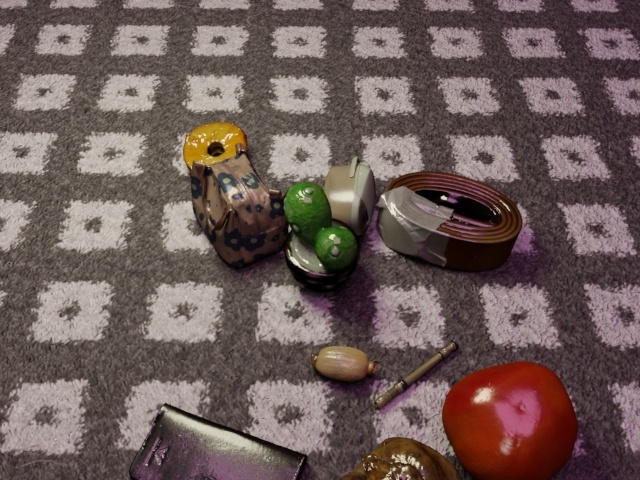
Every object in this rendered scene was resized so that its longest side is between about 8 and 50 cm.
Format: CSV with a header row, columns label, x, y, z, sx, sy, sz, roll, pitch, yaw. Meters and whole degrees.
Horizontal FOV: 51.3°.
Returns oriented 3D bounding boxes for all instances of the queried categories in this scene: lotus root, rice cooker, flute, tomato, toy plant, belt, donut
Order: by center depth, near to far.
label,x,y,z,sx,sy,sz,roll,pitch,yaw
lotus root,0.147,0.467,1.189,0.272,0.192,0.272,-4,53,5
tomato,0.368,0.347,1.274,0.260,0.180,0.259,-3,59,4
lotus root,0.052,0.261,1.406,0.150,0.062,0.073,6,53,6
flute,0.205,0.284,1.414,0.233,0.027,0.027,-32,59,-23
toy plant,0.000,0.000,1.495,0.175,0.235,0.218,-27,58,-21
belt,0.305,-0.047,1.612,0.339,0.122,0.217,15,52,8
rice cooker,0.071,-0.106,1.635,0.127,0.145,0.206,-3,48,9
donut,-0.273,-0.223,1.760,0.174,0.074,0.190,-13,54,-10

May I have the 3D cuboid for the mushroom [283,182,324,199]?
label,x,y,z,sx,sy,sz,roll,pitch,yaw
mushroom,-0.048,-0.103,1.665,0.123,0.052,0.123,-22,34,15

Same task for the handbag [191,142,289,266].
label,x,y,z,sx,sy,sz,roll,pitch,yaw
handbag,-0.198,-0.093,1.589,0.190,0.193,0.251,-24,57,-23

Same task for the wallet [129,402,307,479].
label,x,y,z,sx,sy,sz,roll,pitch,yaw
wallet,-0.201,0.435,1.282,0.318,0.045,0.172,17,53,13
